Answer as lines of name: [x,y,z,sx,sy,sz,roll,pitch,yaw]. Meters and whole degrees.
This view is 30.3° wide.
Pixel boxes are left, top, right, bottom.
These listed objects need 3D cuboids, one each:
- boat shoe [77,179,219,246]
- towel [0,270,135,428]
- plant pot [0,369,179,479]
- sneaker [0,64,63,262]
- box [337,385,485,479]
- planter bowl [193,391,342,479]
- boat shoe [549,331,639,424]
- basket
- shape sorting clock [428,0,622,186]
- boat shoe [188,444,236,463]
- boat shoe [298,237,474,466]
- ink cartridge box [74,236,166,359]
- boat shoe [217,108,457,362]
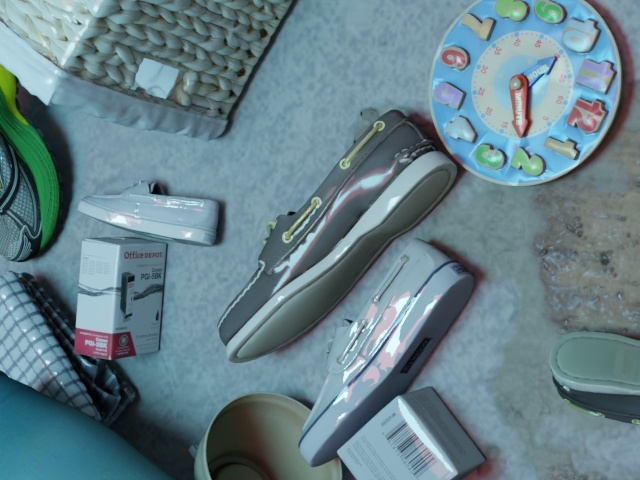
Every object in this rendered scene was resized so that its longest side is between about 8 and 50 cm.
boat shoe: [-0.203,-0.039,1.396,0.184,0.066,0.063,11,82,29]
towel: [-0.384,0.203,1.464,0.283,0.121,0.235,-48,69,21]
plant pot: [-0.276,0.298,1.219,0.255,0.271,0.271,17,99,9]
sneaker: [-0.423,-0.113,1.406,0.134,0.146,0.343,9,130,35]
box: [0.095,0.224,1.234,0.102,0.087,0.101,-44,72,22]
planter bowl: [-0.071,0.262,1.295,0.162,0.162,0.109,56,139,15]
boat shoe: [0.334,0.142,1.124,0.228,0.068,0.081,11,57,22]
basket: [-0.235,-0.313,1.262,0.331,0.328,0.266,38,103,22]
shape sorting clock: [0.203,-0.158,1.196,0.206,0.040,0.206,1,91,27]
boat shoe: [-0.111,0.267,1.374,0.100,0.035,0.035,40,81,25]
boat shoe: [0.051,0.117,1.251,0.088,0.096,0.267,41,106,27]
ink cartridge box: [-0.235,0.066,1.391,0.056,0.099,0.135,7,95,27]
boat shoe: [0.000,0.000,1.266,0.324,0.116,0.096,-45,67,16]
